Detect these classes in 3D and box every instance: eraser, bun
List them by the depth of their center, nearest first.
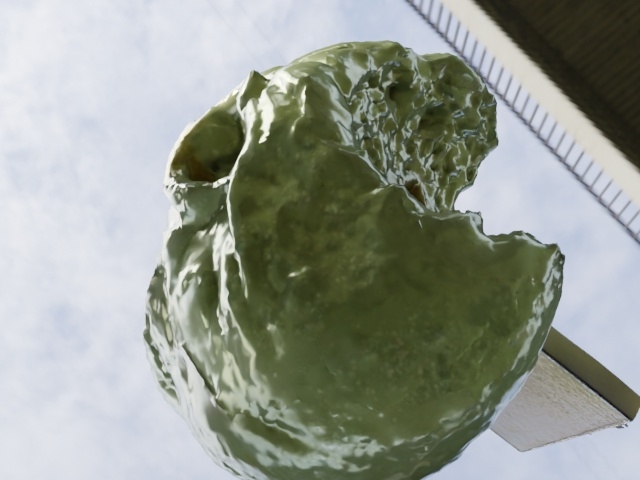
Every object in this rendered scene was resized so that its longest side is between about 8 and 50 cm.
[{"bbox_3d":[0.000,0.000,0.474,0.126,0.212,0.203,35,-92,-30],"label":"bun"},{"bbox_3d":[0.153,0.110,0.833,0.104,0.150,0.023,37,-118,-7],"label":"eraser"}]
